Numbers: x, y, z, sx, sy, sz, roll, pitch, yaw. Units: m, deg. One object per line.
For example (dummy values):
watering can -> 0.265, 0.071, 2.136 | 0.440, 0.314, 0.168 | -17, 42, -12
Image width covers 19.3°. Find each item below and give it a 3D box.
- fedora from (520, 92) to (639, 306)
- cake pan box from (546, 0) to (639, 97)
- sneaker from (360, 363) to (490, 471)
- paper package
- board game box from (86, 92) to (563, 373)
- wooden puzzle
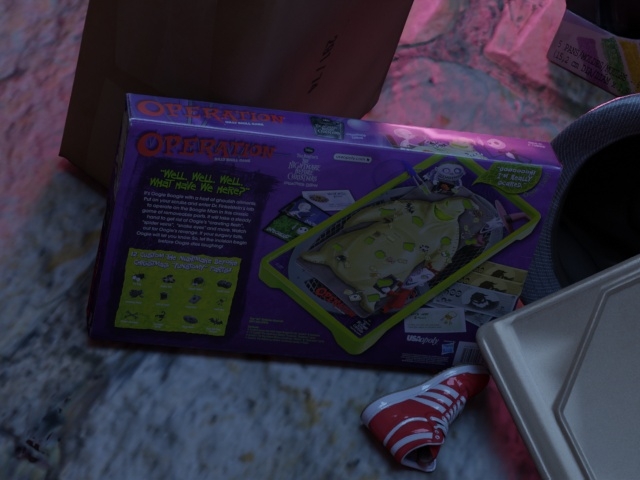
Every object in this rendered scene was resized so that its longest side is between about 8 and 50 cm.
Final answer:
fedora -> 0.288, -0.022, 1.642 | 0.275, 0.244, 0.124 | 7, 18, -9
cake pan box -> 0.368, -0.221, 1.802 | 0.267, 0.246, 0.070 | 30, 46, 9
sneaker -> 0.098, 0.144, 1.515 | 0.118, 0.042, 0.067 | -20, 54, -23
paper package -> -0.048, -0.199, 1.583 | 0.168, 0.325, 0.309 | 35, 48, 14
board game box -> 0.000, 0.000, 1.499 | 0.346, 0.208, 0.056 | 6, 36, -14
wooden puzzle -> 0.273, 0.125, 1.520 | 0.238, 0.044, 0.221 | -23, 75, -7
